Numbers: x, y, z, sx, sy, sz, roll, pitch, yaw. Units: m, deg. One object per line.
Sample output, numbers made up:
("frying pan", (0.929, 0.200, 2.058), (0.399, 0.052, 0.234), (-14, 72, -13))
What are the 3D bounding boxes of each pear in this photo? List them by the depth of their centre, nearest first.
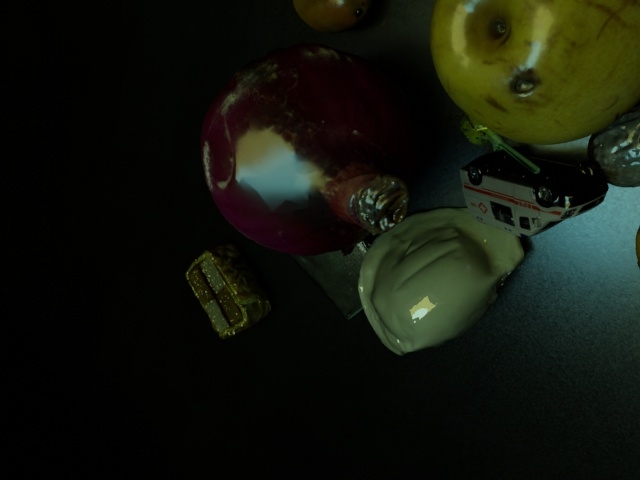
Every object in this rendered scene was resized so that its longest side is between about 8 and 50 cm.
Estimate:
("pear", (0.262, -0.246, 0.579), (0.280, 0.280, 0.281), (17, 117, 36))

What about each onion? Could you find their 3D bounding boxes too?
("onion", (0.011, -0.113, 0.761), (0.385, 0.347, 0.348), (-135, 43, -54))

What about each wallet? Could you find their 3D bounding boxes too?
("wallet", (0.000, 0.000, 1.022), (0.318, 0.045, 0.172), (46, 129, 4))

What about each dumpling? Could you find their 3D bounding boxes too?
("dumpling", (0.185, 0.056, 0.860), (0.227, 0.243, 0.175), (57, 170, 30))

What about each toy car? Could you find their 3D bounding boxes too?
("toy car", (0.288, -0.058, 0.702), (0.209, 0.089, 0.108), (34, 142, 59))

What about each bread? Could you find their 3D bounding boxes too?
("bread", (-0.228, 0.120, 1.261), (0.181, 0.096, 0.222), (-42, 76, 42))

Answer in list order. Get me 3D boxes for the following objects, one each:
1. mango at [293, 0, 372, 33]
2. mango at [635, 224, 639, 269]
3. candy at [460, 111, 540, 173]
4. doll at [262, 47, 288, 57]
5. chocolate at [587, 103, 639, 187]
("mango", (0.016, -0.401, 0.852), (0.163, 0.089, 0.112), (6, 99, 50))
("mango", (0.512, 0.005, 0.557), (0.294, 0.120, 0.177), (-6, 106, 42))
("candy", (0.251, -0.137, 0.708), (0.194, 0.062, 0.058), (-106, 18, -57))
("doll", (-0.102, -0.251, 0.967), (0.234, 0.135, 0.144), (-40, 82, 37))
("chocolate", (0.434, -0.126, 0.587), (0.247, 0.110, 0.110), (-8, 102, 42))
